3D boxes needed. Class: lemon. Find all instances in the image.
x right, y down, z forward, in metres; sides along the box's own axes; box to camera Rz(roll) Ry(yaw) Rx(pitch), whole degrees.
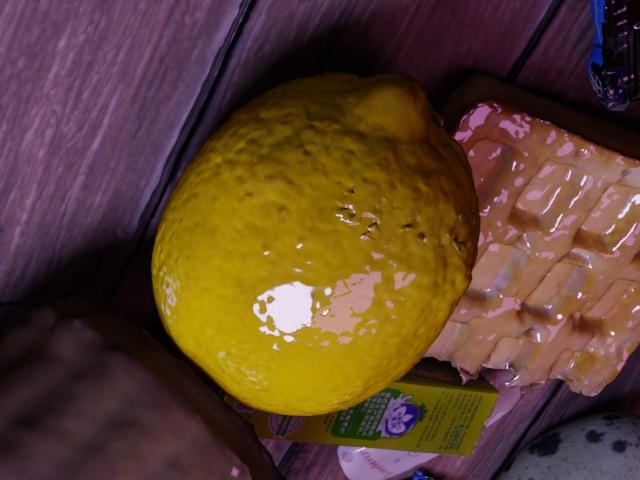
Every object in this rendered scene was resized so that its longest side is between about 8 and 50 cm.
[{"bbox_3d":[0.000,0.000,1.501,0.245,0.245,0.320,9,126,-37],"label":"lemon"}]

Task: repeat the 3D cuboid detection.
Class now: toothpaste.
[{"bbox_3d":[0.009,0.131,1.751,0.327,0.110,0.077,10,110,-37],"label":"toothpaste"}]

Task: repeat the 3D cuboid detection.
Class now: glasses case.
[{"bbox_3d":[0.111,0.184,1.931,0.204,0.051,0.081,-30,144,3],"label":"glasses case"}]

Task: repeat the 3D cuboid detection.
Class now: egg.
[{"bbox_3d":[0.284,0.283,2.050,0.177,0.177,0.228,27,105,-46],"label":"egg"}]

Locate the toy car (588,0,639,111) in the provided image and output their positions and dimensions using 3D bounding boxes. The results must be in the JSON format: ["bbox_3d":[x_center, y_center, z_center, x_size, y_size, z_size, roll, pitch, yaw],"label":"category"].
[{"bbox_3d":[0.265,-0.200,1.570,0.103,0.063,0.216,-21,136,-9],"label":"toy car"}]

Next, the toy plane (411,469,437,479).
[{"bbox_3d":[0.073,0.280,2.029,0.167,0.054,0.062,-7,113,-25],"label":"toy plane"}]

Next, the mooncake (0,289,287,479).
[{"bbox_3d":[-0.170,0.197,1.559,0.187,0.324,0.324,-43,146,-17],"label":"mooncake"}]

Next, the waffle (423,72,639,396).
[{"bbox_3d":[0.196,0.007,1.723,0.348,0.077,0.304,15,125,-30],"label":"waffle"}]
